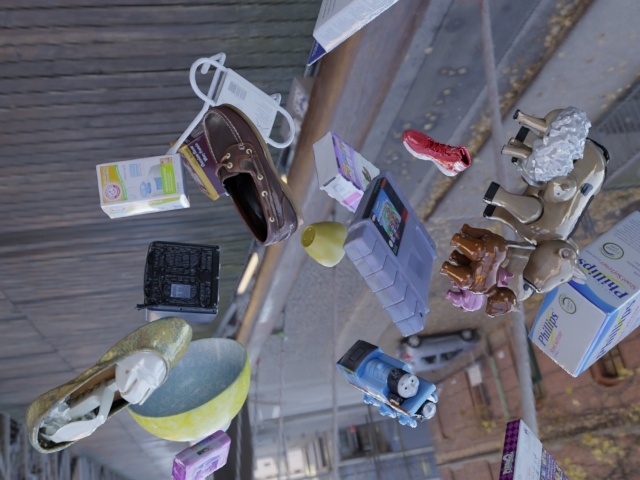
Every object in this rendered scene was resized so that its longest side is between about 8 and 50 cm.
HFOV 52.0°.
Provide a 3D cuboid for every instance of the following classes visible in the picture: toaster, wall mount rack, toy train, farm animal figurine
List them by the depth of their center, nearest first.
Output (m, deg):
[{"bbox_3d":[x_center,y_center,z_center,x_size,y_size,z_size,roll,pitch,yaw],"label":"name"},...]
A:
[{"bbox_3d":[0.319,-0.011,0.959,0.172,0.327,0.330,27,-171,19],"label":"farm animal figurine"},{"bbox_3d":[0.109,0.231,1.063,0.080,0.105,0.184,-45,-153,-18],"label":"toy train"},{"bbox_3d":[-0.317,0.097,1.465,0.185,0.168,0.110,5,154,-15],"label":"toaster"},{"bbox_3d":[-0.242,-0.304,1.723,0.350,0.304,0.130,30,158,-37],"label":"wall mount rack"}]

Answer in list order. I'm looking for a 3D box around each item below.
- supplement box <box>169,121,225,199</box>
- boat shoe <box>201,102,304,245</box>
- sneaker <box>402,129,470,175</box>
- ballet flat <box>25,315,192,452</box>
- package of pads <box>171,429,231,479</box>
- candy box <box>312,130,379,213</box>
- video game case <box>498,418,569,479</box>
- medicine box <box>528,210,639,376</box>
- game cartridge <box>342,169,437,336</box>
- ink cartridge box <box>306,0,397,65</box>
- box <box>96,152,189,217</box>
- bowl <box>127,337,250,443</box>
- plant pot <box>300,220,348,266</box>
[{"bbox_3d":[-0.312,-0.262,1.987,0.194,0.129,0.191,-37,119,-13],"label":"supplement box"},{"bbox_3d":[-0.100,-0.089,0.864,0.073,0.207,0.073,-26,170,-44],"label":"boat shoe"},{"bbox_3d":[0.365,-0.285,1.996,0.221,0.087,0.128,26,161,-17],"label":"sneaker"},{"bbox_3d":[-0.375,0.269,1.181,0.348,0.123,0.123,-32,157,1],"label":"ballet flat"},{"bbox_3d":[-0.162,0.299,0.896,0.083,0.032,0.050,-21,132,-47],"label":"package of pads"},{"bbox_3d":[0.077,-0.157,1.660,0.070,0.165,0.196,-35,131,26],"label":"candy box"},{"bbox_3d":[0.433,0.518,1.324,0.042,0.232,0.210,-28,110,36],"label":"video game case"},{"bbox_3d":[0.643,0.122,1.481,0.289,0.149,0.263,-31,145,-22],"label":"medicine box"},{"bbox_3d":[0.155,0.008,1.348,0.068,0.230,0.355,-23,-161,23],"label":"game cartridge"},{"bbox_3d":[0.082,-0.575,1.395,0.071,0.324,0.330,30,149,-30],"label":"ink cartridge box"},{"bbox_3d":[-0.438,-0.134,1.626,0.203,0.114,0.103,-8,166,-5],"label":"box"},{"bbox_3d":[-0.282,0.368,1.508,0.289,0.156,0.289,-14,-157,6],"label":"bowl"},{"bbox_3d":[0.000,0.000,1.883,0.095,0.134,0.134,18,146,-36],"label":"plant pot"}]
